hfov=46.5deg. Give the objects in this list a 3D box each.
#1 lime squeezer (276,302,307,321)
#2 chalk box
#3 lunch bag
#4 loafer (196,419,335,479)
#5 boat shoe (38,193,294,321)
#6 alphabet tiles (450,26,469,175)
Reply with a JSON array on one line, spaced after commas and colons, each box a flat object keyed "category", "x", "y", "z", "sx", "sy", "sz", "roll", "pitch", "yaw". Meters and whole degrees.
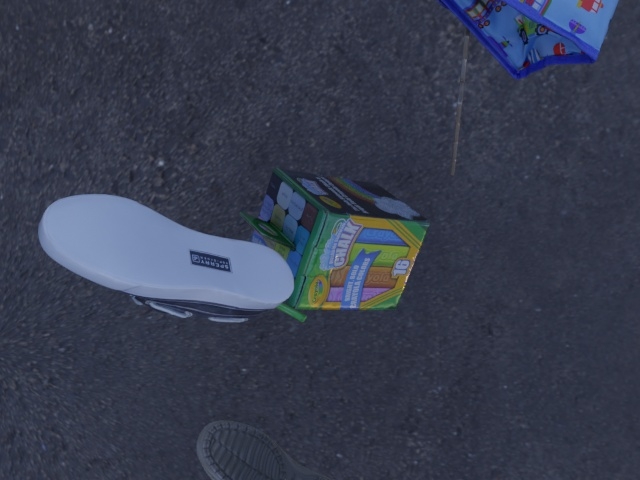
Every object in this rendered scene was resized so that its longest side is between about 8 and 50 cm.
[{"category": "lime squeezer", "x": -0.159, "y": 0.056, "z": 1.353, "sx": 0.310, "sy": 0.110, "sz": 0.059, "roll": 33, "pitch": 109, "yaw": 7}, {"category": "chalk box", "x": 0.000, "y": 0.000, "z": 1.244, "sx": 0.288, "sy": 0.180, "sz": 0.179, "roll": 4, "pitch": 114, "yaw": -35}, {"category": "lunch bag", "x": 0.206, "y": -0.360, "z": 0.839, "sx": 0.293, "sy": 0.138, "sz": 0.221, "roll": 28, "pitch": 78, "yaw": -26}, {"category": "loafer", "x": -0.079, "y": 0.363, "z": 1.116, "sx": 0.268, "sy": 0.092, "sz": 0.102, "roll": 36, "pitch": 55, "yaw": -14}, {"category": "boat shoe", "x": -0.177, "y": 0.035, "z": 0.843, "sx": 0.301, "sy": 0.102, "sz": 0.108, "roll": 14, "pitch": 50, "yaw": -37}, {"category": "alphabet tiles", "x": 0.202, "y": -0.241, "z": 1.054, "sx": 0.009, "sy": 0.237, "sz": 0.198, "roll": 6, "pitch": 59, "yaw": 10}]
